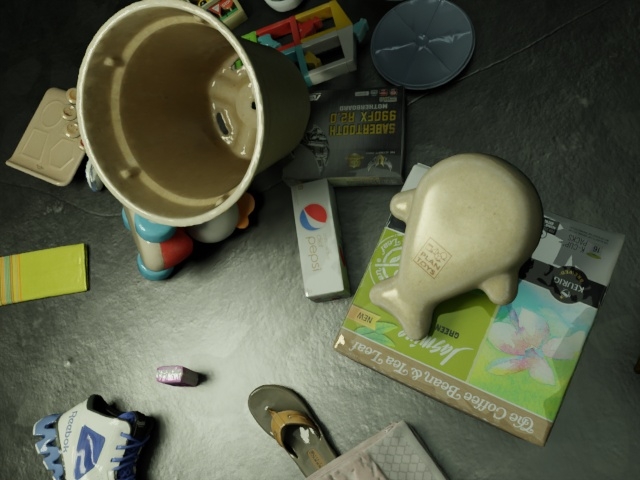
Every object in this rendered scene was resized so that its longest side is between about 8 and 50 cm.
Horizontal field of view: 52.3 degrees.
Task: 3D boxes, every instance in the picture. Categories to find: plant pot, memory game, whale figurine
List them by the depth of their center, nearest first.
[{"bbox_3d":[0.187,0.009,0.903,0.216,0.141,0.272,41,112,20],"label":"whale figurine"},{"bbox_3d":[-0.172,-0.219,1.101,0.333,0.305,0.334,6,106,22],"label":"plant pot"},{"bbox_3d":[-0.447,-0.260,1.361,0.186,0.012,0.186,4,76,-17],"label":"memory game"}]

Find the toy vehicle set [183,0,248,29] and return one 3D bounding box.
[{"bbox_3d":[-0.308,-0.475,1.419,0.266,0.035,0.166,-33,71,4],"label":"toy vehicle set"}]

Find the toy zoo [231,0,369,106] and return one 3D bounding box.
[{"bbox_3d":[-0.044,-0.378,1.300,0.293,0.030,0.192,-18,55,9],"label":"toy zoo"}]

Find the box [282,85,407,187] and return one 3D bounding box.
[{"bbox_3d":[0.047,-0.196,1.245,0.231,0.056,0.183,1,75,15],"label":"box"}]

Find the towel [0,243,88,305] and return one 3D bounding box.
[{"bbox_3d":[-0.593,0.074,1.361,0.237,0.021,0.102,-10,79,11],"label":"towel"}]

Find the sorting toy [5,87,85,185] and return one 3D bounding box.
[{"bbox_3d":[-0.563,-0.225,1.412,0.193,0.038,0.208,20,76,27],"label":"sorting toy"}]

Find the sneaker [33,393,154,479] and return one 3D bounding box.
[{"bbox_3d":[-0.373,0.404,1.161,0.182,0.127,0.315,-37,69,5],"label":"sneaker"}]

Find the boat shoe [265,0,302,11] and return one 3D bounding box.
[{"bbox_3d":[-0.095,-0.647,1.365,0.121,0.119,0.335,-8,74,12],"label":"boat shoe"}]

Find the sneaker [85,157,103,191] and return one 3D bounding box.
[{"bbox_3d":[-0.450,-0.167,1.369,0.058,0.052,0.135,8,78,12],"label":"sneaker"}]

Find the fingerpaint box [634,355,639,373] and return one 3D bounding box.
[{"bbox_3d":[0.685,0.182,0.820,0.444,0.371,0.163,23,83,19],"label":"fingerpaint box"}]

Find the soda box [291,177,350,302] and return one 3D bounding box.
[{"bbox_3d":[0.000,0.000,1.201,0.073,0.069,0.216,-12,73,11],"label":"soda box"}]

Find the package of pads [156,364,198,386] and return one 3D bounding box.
[{"bbox_3d":[-0.262,0.250,1.195,0.050,0.083,0.032,-1,71,10],"label":"package of pads"}]

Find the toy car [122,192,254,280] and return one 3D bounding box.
[{"bbox_3d":[-0.247,-0.064,1.242,0.238,0.219,0.210,-16,69,-21],"label":"toy car"}]

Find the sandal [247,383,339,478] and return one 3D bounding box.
[{"bbox_3d":[-0.046,0.339,1.130,0.090,0.060,0.219,-39,70,2],"label":"sandal"}]

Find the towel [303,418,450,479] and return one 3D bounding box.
[{"bbox_3d":[0.110,0.470,0.965,0.317,0.053,0.332,-23,66,-35],"label":"towel"}]

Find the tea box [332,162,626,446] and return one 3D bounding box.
[{"bbox_3d":[0.246,0.103,1.032,0.329,0.220,0.324,21,83,18],"label":"tea box"}]

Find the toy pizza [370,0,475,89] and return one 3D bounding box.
[{"bbox_3d":[0.198,-0.381,1.268,0.201,0.032,0.201,-4,74,13],"label":"toy pizza"}]
